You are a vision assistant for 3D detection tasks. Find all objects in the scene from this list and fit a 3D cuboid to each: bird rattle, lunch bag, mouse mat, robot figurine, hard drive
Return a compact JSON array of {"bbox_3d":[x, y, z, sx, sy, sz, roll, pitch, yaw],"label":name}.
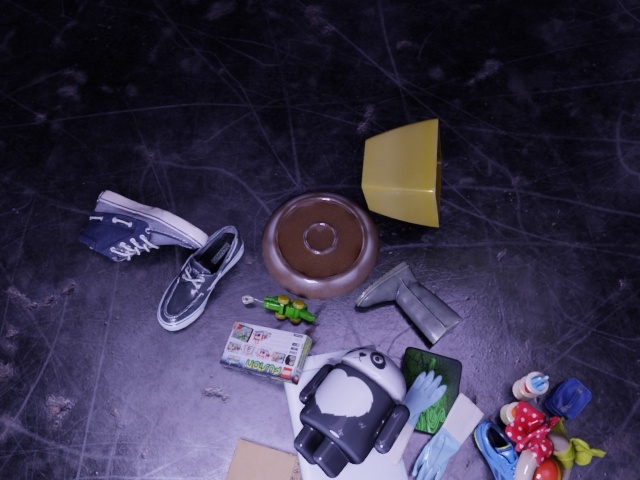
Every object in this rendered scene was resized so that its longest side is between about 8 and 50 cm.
[{"bbox_3d":[0.484,0.468,1.316,0.143,0.254,0.206,15,85,47],"label":"bird rattle"},{"bbox_3d":[0.578,0.373,1.451,0.067,0.065,0.098,42,73,15],"label":"lunch bag"},{"bbox_3d":[0.257,0.358,1.467,0.153,0.007,0.189,17,69,-10],"label":"mouse mat"},{"bbox_3d":[0.065,0.362,1.335,0.209,0.173,0.278,38,68,5],"label":"robot figurine"},{"bbox_3d":[0.054,0.433,1.425,0.233,0.047,0.352,-9,68,-10],"label":"hard drive"}]

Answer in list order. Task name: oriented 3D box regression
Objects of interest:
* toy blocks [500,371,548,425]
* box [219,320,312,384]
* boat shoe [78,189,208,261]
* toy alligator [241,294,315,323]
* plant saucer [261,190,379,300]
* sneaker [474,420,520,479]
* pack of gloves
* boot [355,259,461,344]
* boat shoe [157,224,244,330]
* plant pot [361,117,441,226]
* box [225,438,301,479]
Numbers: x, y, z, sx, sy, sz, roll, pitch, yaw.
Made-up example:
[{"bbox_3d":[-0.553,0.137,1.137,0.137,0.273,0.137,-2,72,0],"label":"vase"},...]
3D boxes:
[{"bbox_3d":[0.469,0.360,1.411,0.054,0.148,0.123,30,71,11],"label":"toy blocks"},{"bbox_3d":[-0.131,0.262,1.463,0.207,0.036,0.114,7,66,30],"label":"box"},{"bbox_3d":[-0.449,-0.003,1.558,0.341,0.127,0.158,18,74,26],"label":"boat shoe"},{"bbox_3d":[-0.099,0.158,1.545,0.190,0.056,0.051,16,27,7],"label":"toy alligator"},{"bbox_3d":[0.000,0.000,1.609,0.311,0.050,0.310,0,67,1],"label":"plant saucer"},{"bbox_3d":[0.422,0.503,1.391,0.069,0.082,0.209,-28,72,-13],"label":"sneaker"},{"bbox_3d":[0.241,0.428,1.423,0.195,0.046,0.232,45,70,-13],"label":"pack of gloves"},{"bbox_3d":[0.216,0.172,1.535,0.190,0.076,0.208,-35,79,-11],"label":"boot"},{"bbox_3d":[-0.300,0.087,1.541,0.108,0.102,0.301,36,72,13],"label":"boat shoe"},{"bbox_3d":[0.212,-0.171,1.604,0.187,0.212,0.212,2,68,14],"label":"plant pot"},{"bbox_3d":[-0.138,0.567,1.392,0.165,0.021,0.201,15,69,5],"label":"box"}]
